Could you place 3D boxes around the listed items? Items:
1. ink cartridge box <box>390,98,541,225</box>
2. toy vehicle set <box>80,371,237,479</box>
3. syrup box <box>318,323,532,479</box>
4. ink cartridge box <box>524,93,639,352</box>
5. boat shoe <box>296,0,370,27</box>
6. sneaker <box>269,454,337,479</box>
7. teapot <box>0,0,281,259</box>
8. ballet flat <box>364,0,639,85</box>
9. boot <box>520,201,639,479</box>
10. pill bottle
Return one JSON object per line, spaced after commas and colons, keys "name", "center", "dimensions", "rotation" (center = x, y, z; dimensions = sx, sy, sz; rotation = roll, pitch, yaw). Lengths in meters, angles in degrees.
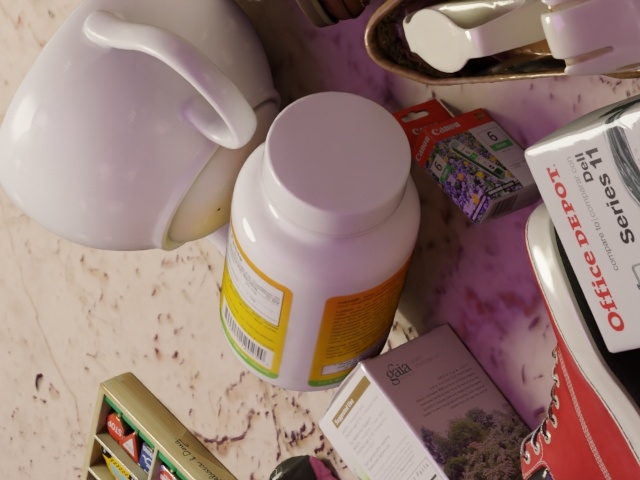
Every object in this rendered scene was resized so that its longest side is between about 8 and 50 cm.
{"name": "ink cartridge box", "center": [0.101, -0.065, 1.394], "dimensions": [0.115, 0.063, 0.029], "rotation": [48, 138, 24]}
{"name": "toy vehicle set", "center": [-0.128, 0.267, 1.855], "dimensions": [0.267, 0.035, 0.166], "rotation": [41, 135, 30]}
{"name": "syrup box", "center": [0.112, 0.189, 1.482], "dimensions": [0.237, 0.093, 0.096], "rotation": [52, 140, 19]}
{"name": "ink cartridge box", "center": [0.245, -0.026, 1.217], "dimensions": [0.208, 0.087, 0.153], "rotation": [-20, 95, 53]}
{"name": "boat shoe", "center": [0.011, -0.261, 1.336], "dimensions": [0.307, 0.104, 0.111], "rotation": [70, -171, -55]}
{"name": "sneaker", "center": [-0.012, 0.275, 1.697], "dimensions": [0.077, 0.072, 0.178], "rotation": [-10, 94, 62]}
{"name": "teapot", "center": [-0.116, -0.084, 1.525], "dimensions": [0.187, 0.256, 0.252], "rotation": [36, 118, 10]}
{"name": "ballet flat", "center": [0.152, -0.147, 1.243], "dimensions": [0.342, 0.124, 0.116], "rotation": [1, 113, 50]}
{"name": "boot", "center": [0.173, 0.098, 1.374], "dimensions": [0.176, 0.088, 0.244], "rotation": [-24, 92, 54]}
{"name": "pill bottle", "center": [0.000, 0.000, 1.438], "dimensions": [0.136, 0.136, 0.246], "rotation": [51, 157, 21]}
